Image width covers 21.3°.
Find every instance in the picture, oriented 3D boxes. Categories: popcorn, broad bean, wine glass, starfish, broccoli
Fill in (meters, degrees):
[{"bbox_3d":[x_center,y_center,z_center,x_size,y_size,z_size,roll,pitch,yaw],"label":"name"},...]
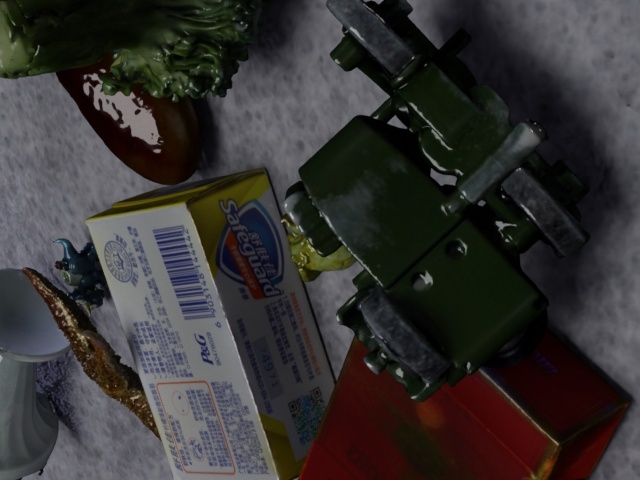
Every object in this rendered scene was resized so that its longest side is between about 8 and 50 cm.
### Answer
[{"bbox_3d":[0.000,0.003,1.393,0.068,0.059,0.083,46,146,22],"label":"popcorn"},{"bbox_3d":[-0.165,-0.120,1.501,0.165,0.084,0.114,57,158,0],"label":"broad bean"},{"bbox_3d":[-0.333,0.138,1.780,0.165,0.165,0.196,45,130,23],"label":"wine glass"},{"bbox_3d":[-0.203,0.114,1.604,0.227,0.043,0.240,45,169,10],"label":"starfish"},{"bbox_3d":[-0.149,-0.211,1.292,0.177,0.275,0.198,1,89,32],"label":"broccoli"}]

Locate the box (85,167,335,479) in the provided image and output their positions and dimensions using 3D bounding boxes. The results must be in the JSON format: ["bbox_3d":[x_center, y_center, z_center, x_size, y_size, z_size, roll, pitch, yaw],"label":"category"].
[{"bbox_3d":[-0.091,0.079,1.505,0.168,0.097,0.265,-10,102,50],"label":"box"}]

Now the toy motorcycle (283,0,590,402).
[{"bbox_3d":[0.067,-0.032,1.183,0.205,0.127,0.275,-43,86,8],"label":"toy motorcycle"}]

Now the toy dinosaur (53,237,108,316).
[{"bbox_3d":[-0.239,0.034,1.690,0.030,0.047,0.083,7,116,48],"label":"toy dinosaur"}]

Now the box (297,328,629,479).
[{"bbox_3d":[0.097,0.178,1.352,0.197,0.089,0.313,45,138,26],"label":"box"}]
